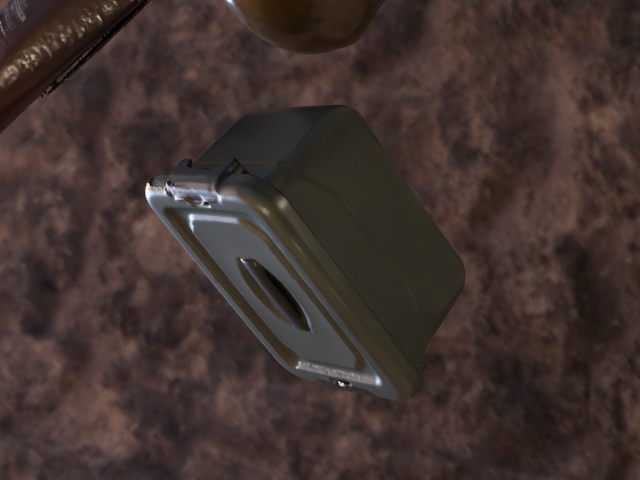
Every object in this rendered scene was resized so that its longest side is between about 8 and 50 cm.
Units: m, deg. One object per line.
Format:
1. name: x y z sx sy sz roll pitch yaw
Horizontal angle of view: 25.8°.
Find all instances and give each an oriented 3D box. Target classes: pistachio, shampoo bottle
1. pistachio: -0.025 -0.194 0.823 0.108 0.185 0.126 -30 -160 10
2. shampoo bottle: -0.166 -0.162 0.947 0.236 0.068 0.067 -37 -177 22

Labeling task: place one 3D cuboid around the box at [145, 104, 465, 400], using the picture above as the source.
1. box: 0.000 0.000 0.789 0.124 0.172 0.093 6 -131 51
